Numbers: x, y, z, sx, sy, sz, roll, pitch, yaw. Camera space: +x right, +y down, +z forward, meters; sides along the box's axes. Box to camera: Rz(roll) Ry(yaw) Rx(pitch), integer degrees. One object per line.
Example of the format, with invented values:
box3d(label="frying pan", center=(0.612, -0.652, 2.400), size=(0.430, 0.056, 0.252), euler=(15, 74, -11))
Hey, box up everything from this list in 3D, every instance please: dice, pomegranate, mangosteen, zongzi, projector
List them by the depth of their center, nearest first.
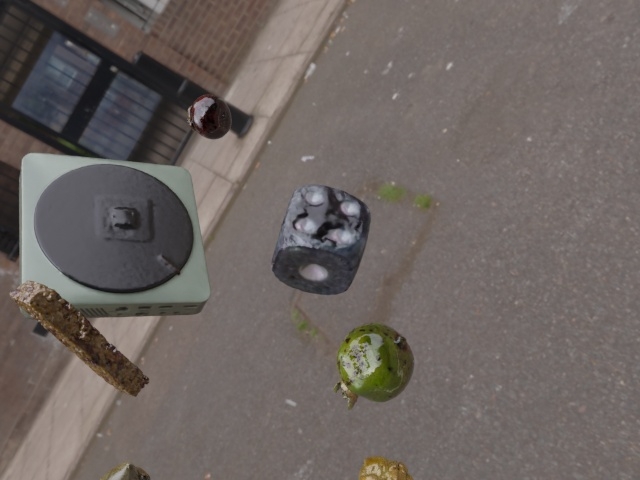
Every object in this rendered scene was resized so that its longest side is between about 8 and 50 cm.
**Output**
box3d(label="projector", center=(-0.314, -0.005, 0.906), size=(0.079, 0.257, 0.259), euler=(-52, 45, 46))
box3d(label="dice", center=(0.000, 0.000, 1.294), size=(0.181, 0.182, 0.183), euler=(113, 173, -52))
box3d(label="pomegranate", center=(0.130, 0.322, 1.468), size=(0.198, 0.198, 0.246), euler=(-132, 48, -66))
box3d(label="zongzi", center=(-0.567, 0.669, 1.608), size=(0.194, 0.099, 0.197), euler=(-30, -25, -20))
box3d(label="mangosteen", center=(-0.327, -0.353, 1.719), size=(0.140, 0.140, 0.140), euler=(-45, 27, 31))

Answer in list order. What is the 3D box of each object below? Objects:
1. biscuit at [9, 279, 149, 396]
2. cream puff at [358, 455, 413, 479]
box3d(label="biscuit", center=(-0.294, 0.125, 0.741), size=(0.064, 0.199, 0.034), euler=(3, 48, 43))
box3d(label="cream puff", center=(0.137, 0.536, 1.215), size=(0.189, 0.130, 0.189), euler=(5, -90, -77))
